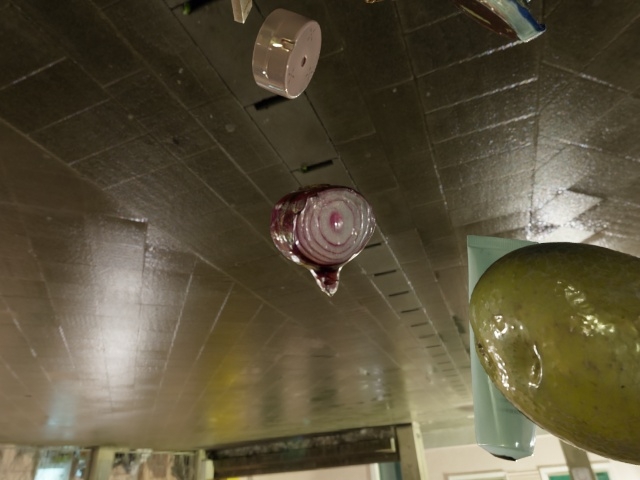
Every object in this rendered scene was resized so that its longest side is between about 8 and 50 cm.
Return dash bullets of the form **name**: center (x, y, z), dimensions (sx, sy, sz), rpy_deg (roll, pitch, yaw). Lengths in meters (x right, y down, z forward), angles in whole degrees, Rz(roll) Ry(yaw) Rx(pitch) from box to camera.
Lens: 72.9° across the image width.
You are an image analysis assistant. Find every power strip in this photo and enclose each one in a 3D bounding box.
- **power strip**: center (-0.064, -0.360, 0.846), dimensions (0.078, 0.154, 0.154), rpy_deg (25, 151, 11)

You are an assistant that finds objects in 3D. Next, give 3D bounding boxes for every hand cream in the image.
- **hand cream**: center (0.265, 0.142, 0.631), dimensions (0.109, 0.321, 0.067), rpy_deg (6, 155, 10)

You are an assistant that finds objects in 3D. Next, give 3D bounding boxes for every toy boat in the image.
- **toy boat**: center (0.324, -0.465, 0.789), dimensions (0.115, 0.262, 0.114), rpy_deg (-49, 151, 16)

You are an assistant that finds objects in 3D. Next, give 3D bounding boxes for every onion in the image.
- **onion**: center (0.000, 0.000, 0.842), dimensions (0.195, 0.218, 0.139), rpy_deg (-14, -166, -34)

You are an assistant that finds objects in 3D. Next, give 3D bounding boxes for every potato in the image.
- **potato**: center (0.251, 0.096, 0.366), dimensions (0.251, 0.159, 0.174), rpy_deg (12, 146, 36)

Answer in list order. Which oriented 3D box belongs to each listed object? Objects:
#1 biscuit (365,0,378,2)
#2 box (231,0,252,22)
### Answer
- **biscuit**: center (0.262, -0.810, 1.357), dimensions (0.290, 0.208, 0.041), rpy_deg (-30, 138, -6)
- **box**: center (-0.166, -0.508, 0.909), dimensions (0.024, 0.053, 0.083), rpy_deg (20, 162, 0)
